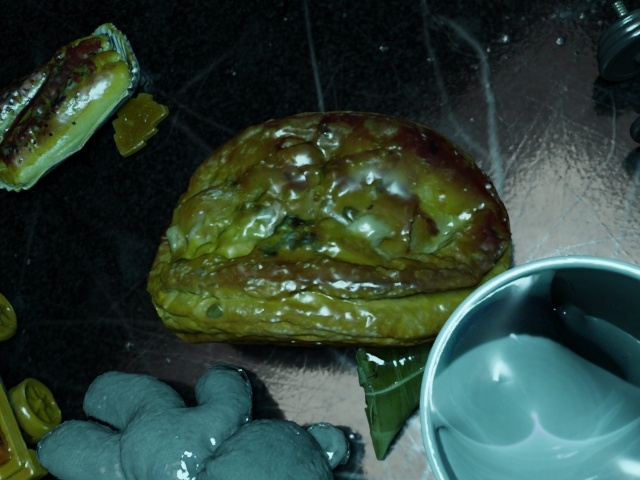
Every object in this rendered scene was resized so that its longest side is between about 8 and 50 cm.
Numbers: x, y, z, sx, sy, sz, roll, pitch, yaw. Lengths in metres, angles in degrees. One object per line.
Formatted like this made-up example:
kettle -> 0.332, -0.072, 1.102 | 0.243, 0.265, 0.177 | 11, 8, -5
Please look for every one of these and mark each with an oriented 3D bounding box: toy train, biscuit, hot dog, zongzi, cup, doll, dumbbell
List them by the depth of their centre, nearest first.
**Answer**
cup -> 0.205, 0.146, 0.622 | 0.206, 0.312, 0.205 | -4, 74, 15
dumbbell -> 0.349, -0.162, 0.781 | 0.099, 0.099, 0.208 | -23, 69, 10
hot dog -> 0.000, 0.000, 0.797 | 0.388, 0.174, 0.266 | -3, 57, 16
zongzi -> 0.120, 0.155, 0.800 | 0.154, 0.062, 0.130 | -11, 93, -2
doll -> -0.131, 0.247, 0.807 | 0.341, 0.158, 0.246 | 5, 44, 31
toy train -> -0.456, 0.150, 0.867 | 0.163, 0.231, 0.369 | -34, 69, 6
hot dog -> -0.351, -0.175, 1.000 | 0.270, 0.082, 0.162 | -41, 57, 2
biscuit -> -0.241, -0.151, 1.001 | 0.082, 0.016, 0.092 | 9, 78, 19
